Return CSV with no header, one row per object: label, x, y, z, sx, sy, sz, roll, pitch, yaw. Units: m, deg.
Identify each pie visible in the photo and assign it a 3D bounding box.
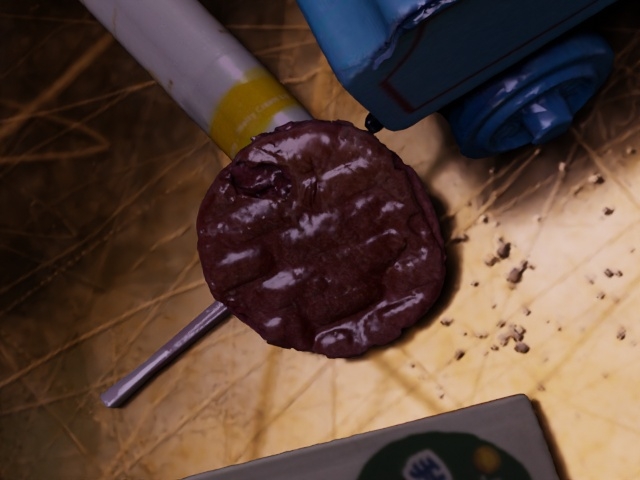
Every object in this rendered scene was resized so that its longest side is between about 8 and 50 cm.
pie,0.000,0.000,0.851,0.154,0.038,0.153,0,110,-1

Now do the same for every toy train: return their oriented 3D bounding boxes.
toy train,0.119,-0.183,0.754,0.300,0.265,0.188,-31,72,11

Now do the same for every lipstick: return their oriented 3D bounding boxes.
lipstick,-0.098,-0.134,0.923,0.059,0.059,0.264,-46,70,5

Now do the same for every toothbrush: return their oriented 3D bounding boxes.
toothbrush,-0.063,0.045,0.905,0.194,0.014,0.017,-37,73,8

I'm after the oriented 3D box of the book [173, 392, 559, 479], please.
book,-0.021,0.246,0.753,0.371,0.043,0.260,-13,73,-14
